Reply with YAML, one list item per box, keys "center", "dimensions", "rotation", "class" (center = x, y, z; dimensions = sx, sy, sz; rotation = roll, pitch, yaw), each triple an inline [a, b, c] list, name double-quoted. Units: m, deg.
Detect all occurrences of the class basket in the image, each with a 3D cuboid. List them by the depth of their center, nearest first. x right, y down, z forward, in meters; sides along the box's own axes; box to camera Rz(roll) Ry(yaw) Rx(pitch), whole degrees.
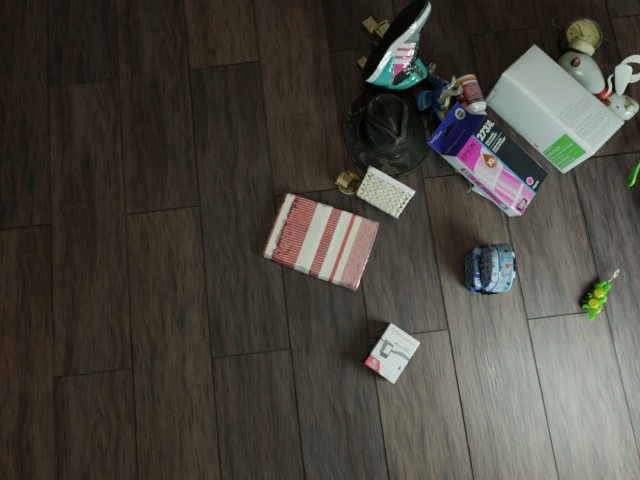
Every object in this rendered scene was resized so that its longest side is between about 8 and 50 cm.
- center: [0.202, -0.152, 1.496]
  dimensions: [0.167, 0.113, 0.103]
  rotation: [31, 96, 4]
  class: "basket"

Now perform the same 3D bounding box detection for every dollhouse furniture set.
- center: [0.171, -0.676, 1.602]
  dimensions: [0.161, 0.101, 0.182]
  rotation: [-37, 81, -5]
  class: "dollhouse furniture set"

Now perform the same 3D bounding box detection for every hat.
- center: [0.227, -0.380, 1.533]
  dimensions: [0.331, 0.134, 0.331]
  rotation: [0, 79, 0]
  class: "hat"

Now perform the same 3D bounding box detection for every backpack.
- center: [0.518, 0.084, 1.420]
  dimensions: [0.117, 0.173, 0.158]
  rotation: [3, 81, 2]
  class: "backpack"

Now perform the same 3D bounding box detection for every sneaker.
- center: [0.289, -0.602, 1.499]
  dimensions: [0.178, 0.295, 0.123]
  rotation: [17, 43, -31]
  class: "sneaker"

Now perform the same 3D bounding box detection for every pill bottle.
- center: [0.501, -0.469, 1.566]
  dimensions: [0.086, 0.086, 0.152]
  rotation: [-16, 79, -2]
  class: "pill bottle"

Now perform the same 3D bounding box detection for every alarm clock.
- center: [0.880, -0.706, 1.613]
  dimensions: [0.192, 0.064, 0.129]
  rotation: [41, 83, 5]
  class: "alarm clock"

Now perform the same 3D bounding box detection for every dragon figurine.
- center: [0.376, -0.453, 1.540]
  dimensions: [0.144, 0.085, 0.289]
  rotation: [2, 73, 47]
  class: "dragon figurine"

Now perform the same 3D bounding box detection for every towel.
- center: [0.000, 0.000, 1.518]
  dimensions: [0.329, 0.037, 0.237]
  rotation: [20, 83, 6]
  class: "towel"

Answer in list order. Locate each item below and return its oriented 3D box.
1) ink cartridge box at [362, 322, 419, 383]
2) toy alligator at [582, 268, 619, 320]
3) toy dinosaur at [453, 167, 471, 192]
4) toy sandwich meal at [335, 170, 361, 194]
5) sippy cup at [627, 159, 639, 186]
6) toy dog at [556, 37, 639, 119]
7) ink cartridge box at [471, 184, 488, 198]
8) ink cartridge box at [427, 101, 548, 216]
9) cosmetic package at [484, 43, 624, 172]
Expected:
- center: [0.217, 0.342, 1.435]
  dimensions: [0.109, 0.063, 0.150]
  rotation: [34, 82, 7]
  class: "ink cartridge box"
- center: [0.867, 0.163, 1.464]
  dimensions: [0.051, 0.056, 0.189]
  rotation: [24, 78, 46]
  class: "toy alligator"
- center: [0.491, -0.244, 1.552]
  dimensions: [0.093, 0.053, 0.183]
  rotation: [-20, 72, 13]
  class: "toy dinosaur"
- center: [0.094, -0.194, 1.552]
  dimensions: [0.086, 0.029, 0.085]
  rotation: [0, 80, 1]
  class: "toy sandwich meal"
- center: [1.134, -0.140, 1.437]
  dimensions: [0.240, 0.305, 0.224]
  rotation: [25, 92, -38]
  class: "sippy cup"
- center: [0.897, -0.520, 1.515]
  dimensions: [0.334, 0.161, 0.220]
  rotation: [17, 109, 8]
  class: "toy dog"
- center: [0.566, -0.204, 1.533]
  dimensions: [0.089, 0.052, 0.122]
  rotation: [30, 83, 5]
  class: "ink cartridge box"
- center: [0.525, -0.256, 1.459]
  dimensions: [0.371, 0.069, 0.175]
  rotation: [38, 80, -7]
  class: "ink cartridge box"
- center: [0.732, -0.415, 1.497]
  dimensions: [0.155, 0.197, 0.365]
  rotation: [-44, 80, -6]
  class: "cosmetic package"
